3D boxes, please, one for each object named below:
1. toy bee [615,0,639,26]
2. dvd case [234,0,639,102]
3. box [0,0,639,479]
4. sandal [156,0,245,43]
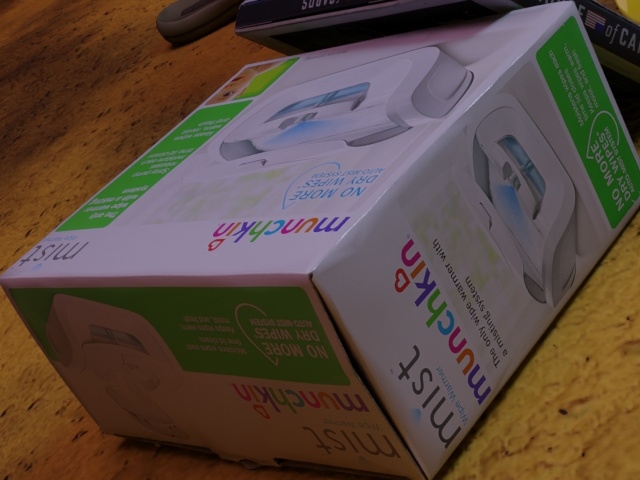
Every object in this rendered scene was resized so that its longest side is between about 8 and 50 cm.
[{"bbox_3d":[0.260,-0.175,0.705,0.195,0.162,0.298,-30,-4,8],"label":"toy bee"},{"bbox_3d":[0.083,-0.121,0.773,0.239,0.179,0.029,5,80,55],"label":"dvd case"},{"bbox_3d":[0.000,0.000,0.670,0.262,0.126,0.231,-1,35,48],"label":"box"},{"bbox_3d":[-0.077,-0.340,1.509,0.303,0.086,0.120,-27,23,9],"label":"sandal"}]
